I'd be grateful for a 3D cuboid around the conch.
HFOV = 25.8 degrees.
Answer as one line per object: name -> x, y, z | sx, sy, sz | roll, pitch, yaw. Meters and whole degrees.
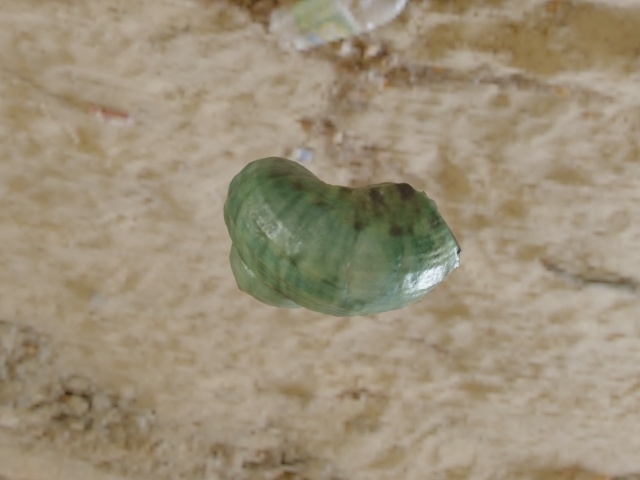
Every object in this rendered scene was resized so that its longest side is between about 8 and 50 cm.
conch -> 0.001, 0.003, 1.153 | 0.176, 0.122, 0.188 | 25, 171, -36
